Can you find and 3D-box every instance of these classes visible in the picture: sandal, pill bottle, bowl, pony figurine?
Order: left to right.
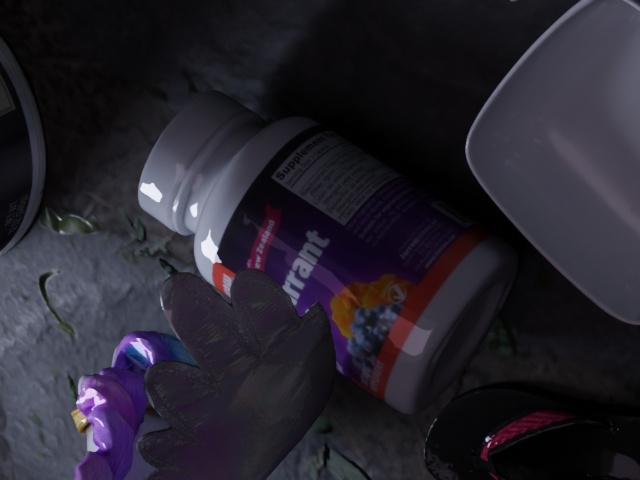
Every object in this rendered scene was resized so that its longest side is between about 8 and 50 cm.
[{"bbox_3d":[-0.110,0.189,1.017,0.302,0.351,0.363,-13,70,5],"label":"pony figurine"},{"bbox_3d":[0.000,0.000,1.036,0.193,0.108,0.108,33,126,17],"label":"pill bottle"},{"bbox_3d":[0.131,0.117,1.047,0.179,0.040,0.067,-1,111,34],"label":"sandal"},{"bbox_3d":[0.157,-0.046,0.946,0.142,0.053,0.142,46,128,6],"label":"bowl"}]

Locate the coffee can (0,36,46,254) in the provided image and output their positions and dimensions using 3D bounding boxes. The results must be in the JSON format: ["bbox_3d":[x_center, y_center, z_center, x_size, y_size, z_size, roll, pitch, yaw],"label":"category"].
[{"bbox_3d":[-0.325,-0.028,1.130,0.201,0.275,0.201,15,119,28],"label":"coffee can"}]
